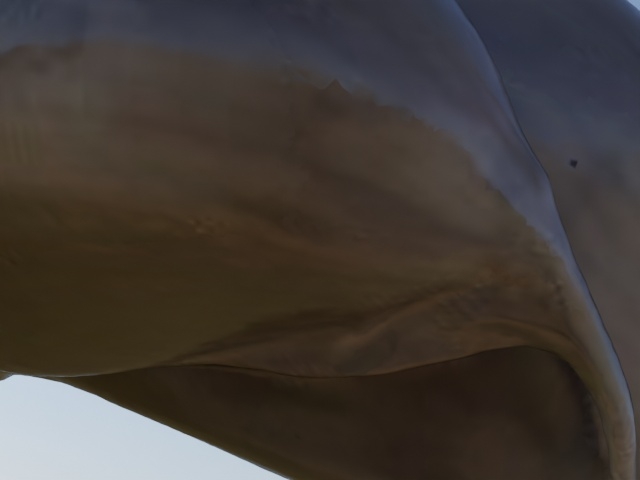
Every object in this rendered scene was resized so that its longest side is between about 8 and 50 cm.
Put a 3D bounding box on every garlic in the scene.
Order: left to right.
[{"bbox_3d":[0.000,0.000,0.475,0.340,0.246,0.231,29,5,16],"label":"garlic"}]
